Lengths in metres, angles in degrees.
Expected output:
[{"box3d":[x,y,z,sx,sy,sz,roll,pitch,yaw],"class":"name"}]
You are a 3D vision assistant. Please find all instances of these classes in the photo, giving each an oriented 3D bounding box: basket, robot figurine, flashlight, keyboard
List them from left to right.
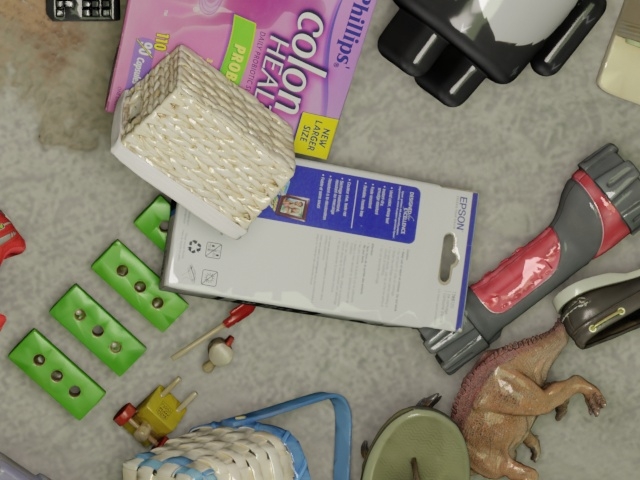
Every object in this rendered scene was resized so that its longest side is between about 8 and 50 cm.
[{"box3d":[-0.239,-0.323,1.722,0.108,0.023,0.180,-1,103,-7],"class":"keyboard"},{"box3d":[-0.113,-0.101,1.623,0.167,0.113,0.103,36,114,-24],"class":"basket"},{"box3d":[-0.072,0.303,1.770,0.289,0.201,0.254,-2,92,-41],"class":"basket"},{"box3d":[0.185,-0.276,1.703,0.173,0.209,0.278,42,95,23],"class":"robot figurine"},{"box3d":[0.233,0.020,1.812,0.304,0.103,0.103,-37,77,2],"class":"flashlight"}]

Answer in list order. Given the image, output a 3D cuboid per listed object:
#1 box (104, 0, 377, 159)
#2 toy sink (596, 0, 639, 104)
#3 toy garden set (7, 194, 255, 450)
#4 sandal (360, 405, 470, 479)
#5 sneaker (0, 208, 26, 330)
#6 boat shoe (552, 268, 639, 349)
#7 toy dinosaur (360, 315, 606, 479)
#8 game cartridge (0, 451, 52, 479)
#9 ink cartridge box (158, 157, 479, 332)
[{"box3d":[-0.082,-0.222,1.674,0.243,0.117,0.213,12,125,-10],"class":"box"},{"box3d":[0.419,-0.245,1.761,0.153,0.131,0.234,18,99,-10],"class":"toy sink"},{"box3d":[-0.188,0.103,1.805,0.204,0.049,0.244,44,93,-11],"class":"toy garden set"},{"box3d":[0.089,0.326,1.719,0.120,0.086,0.302,17,88,-13],"class":"sandal"},{"box3d":[-0.388,0.075,1.687,0.118,0.107,0.279,41,53,-22],"class":"sneaker"},{"box3d":[0.376,0.066,1.827,0.228,0.081,0.068,-15,64,-13],"class":"boat shoe"},{"box3d":[0.186,0.191,1.823,0.200,0.127,0.295,27,99,-13],"class":"toy dinosaur"},{"box3d":[-0.293,0.408,1.803,0.230,0.068,0.355,-45,119,8],"class":"game cartridge"},{"box3d":[0.000,0.000,1.765,0.333,0.065,0.165,11,81,-12],"class":"ink cartridge box"}]
